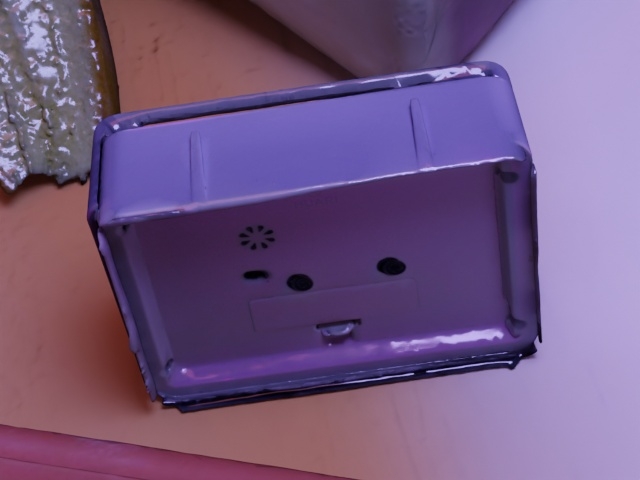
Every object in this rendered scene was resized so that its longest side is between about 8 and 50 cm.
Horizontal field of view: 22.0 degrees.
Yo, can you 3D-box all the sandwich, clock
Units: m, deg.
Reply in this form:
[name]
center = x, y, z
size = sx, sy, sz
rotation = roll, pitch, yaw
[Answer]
[sandwich]
center = -0.176, -0.142, 0.963
size = 0.094, 0.096, 0.258
rotation = -19, 45, -1
[clock]
center = 0.000, 0.000, 0.761
size = 0.193, 0.144, 0.073
rotation = -8, 47, 2

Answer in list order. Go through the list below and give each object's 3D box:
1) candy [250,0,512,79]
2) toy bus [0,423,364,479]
[candy]
center = -0.021, -0.253, 0.961
size = 0.359, 0.145, 0.208
rotation = 36, 60, 20
[toy bus]
center = -0.027, 0.186, 0.522
size = 0.427, 0.233, 0.203
rotation = 6, 53, 16
